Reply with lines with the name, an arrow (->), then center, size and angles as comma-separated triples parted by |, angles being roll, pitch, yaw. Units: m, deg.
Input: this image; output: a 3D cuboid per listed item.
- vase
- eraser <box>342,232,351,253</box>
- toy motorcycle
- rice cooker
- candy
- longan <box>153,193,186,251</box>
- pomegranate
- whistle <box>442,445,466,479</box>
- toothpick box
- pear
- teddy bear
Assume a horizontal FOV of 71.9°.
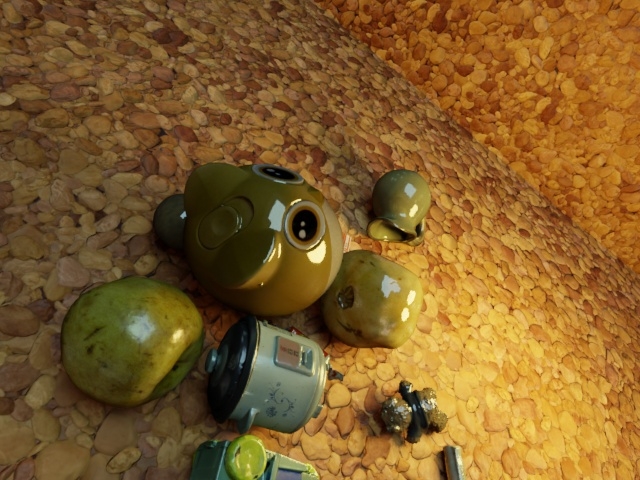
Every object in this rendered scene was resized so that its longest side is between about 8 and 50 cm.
vase -> 0.346, -0.101, 1.819 | 0.329, 0.240, 0.303 | 40, 52, -37
eraser -> 0.000, 0.000, 1.624 | 0.230, 0.038, 0.157 | 27, 47, -13
toy motorcycle -> -0.142, 0.584, 1.014 | 0.326, 0.191, 0.200 | 34, 48, -25
rice cooker -> -0.149, 0.339, 1.125 | 0.316, 0.264, 0.317 | 21, 44, -22
candy -> -0.049, 0.327, 1.319 | 0.292, 0.086, 0.059 | 39, 53, 0
longan -> -0.403, -0.061, 1.334 | 0.184, 0.159, 0.205 | 31, 44, -20
pomegranate -> 0.163, 0.184, 1.390 | 0.332, 0.333, 0.333 | 17, 50, -21
whistle -> 0.411, 0.776, 1.285 | 0.068, 0.057, 0.327 | 57, 26, -50
toothpick box -> -0.149, -0.004, 1.196 | 0.409, 0.408, 0.425 | 63, 14, 21
pear -> -0.438, 0.224, 1.021 | 0.303, 0.304, 0.304 | 17, 50, -21
teddy bear -> 0.299, 0.517, 1.361 | 0.251, 0.129, 0.182 | 2, 55, -32
